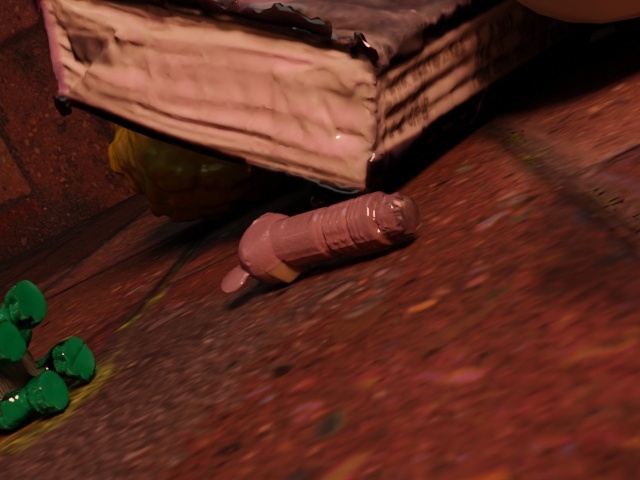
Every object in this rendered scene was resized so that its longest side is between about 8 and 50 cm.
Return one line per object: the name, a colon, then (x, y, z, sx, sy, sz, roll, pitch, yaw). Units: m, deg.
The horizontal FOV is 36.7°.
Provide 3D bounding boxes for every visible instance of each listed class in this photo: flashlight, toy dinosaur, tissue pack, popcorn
flashlight: (0.000, 0.000, 0.444, 0.110, 0.031, 0.052, -14, 40, 42)
toy dinosaur: (-0.167, 0.070, 0.470, 0.096, 0.059, 0.132, -31, 17, 12)
tissue pack: (0.019, -0.159, 0.691, 0.259, 0.122, 0.361, 19, 34, 29)
popcorn: (-0.108, -0.111, 0.874, 0.198, 0.197, 0.155, -26, -20, 8)

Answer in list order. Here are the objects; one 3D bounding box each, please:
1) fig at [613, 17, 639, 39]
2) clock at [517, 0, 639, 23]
fig: (0.275, -0.241, 0.626, 0.148, 0.142, 0.186, 3, 42, 39)
clock: (0.163, -0.302, 0.551, 0.342, 0.184, 0.326, -50, 48, 4)
